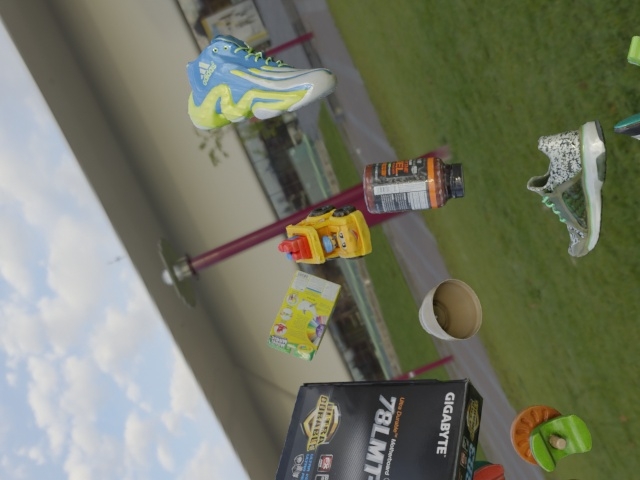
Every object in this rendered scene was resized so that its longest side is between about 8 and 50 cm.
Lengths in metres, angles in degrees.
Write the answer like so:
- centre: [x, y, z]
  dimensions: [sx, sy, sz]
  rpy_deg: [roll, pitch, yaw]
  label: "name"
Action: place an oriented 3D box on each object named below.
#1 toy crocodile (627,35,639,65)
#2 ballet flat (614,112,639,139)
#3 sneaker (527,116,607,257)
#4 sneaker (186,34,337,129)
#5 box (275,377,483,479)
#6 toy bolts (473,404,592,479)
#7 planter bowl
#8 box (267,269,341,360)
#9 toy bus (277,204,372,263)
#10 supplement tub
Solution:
- centre: [0.953, -0.442, 1.896]
  dimensions: [0.105, 0.341, 0.115]
  rpy_deg: [147, 144, -80]
  label: "toy crocodile"
- centre: [0.751, -0.271, 1.669]
  dimensions: [0.074, 0.203, 0.074]
  rpy_deg: [47, 156, 28]
  label: "ballet flat"
- centre: [0.621, -0.128, 1.873]
  dimensions: [0.158, 0.182, 0.410]
  rpy_deg: [-69, -26, -46]
  label: "sneaker"
- centre: [-0.097, -0.231, 1.021]
  dimensions: [0.091, 0.240, 0.126]
  rpy_deg: [-41, -62, -58]
  label: "sneaker"
- centre: [0.071, 0.346, 1.061]
  dimensions: [0.073, 0.294, 0.295]
  rpy_deg: [48, -135, -38]
  label: "box"
- centre: [0.341, 0.410, 1.247]
  dimensions: [0.158, 0.229, 0.218]
  rpy_deg: [141, 108, -80]
  label: "toy bolts"
- centre: [0.328, 0.193, 1.943]
  dimensions: [0.109, 0.162, 0.162]
  rpy_deg: [-33, 78, 55]
  label: "planter bowl"
- centre: [-0.034, 0.160, 1.531]
  dimensions: [0.043, 0.105, 0.179]
  rpy_deg: [99, -167, -60]
  label: "box"
- centre: [0.000, 0.000, 2.031]
  dimensions: [0.220, 0.212, 0.149]
  rpy_deg: [3, 112, 53]
  label: "toy bus"
- centre: [0.191, -0.113, 1.492]
  dimensions: [0.106, 0.198, 0.105]
  rpy_deg: [-5, -90, -78]
  label: "supplement tub"
